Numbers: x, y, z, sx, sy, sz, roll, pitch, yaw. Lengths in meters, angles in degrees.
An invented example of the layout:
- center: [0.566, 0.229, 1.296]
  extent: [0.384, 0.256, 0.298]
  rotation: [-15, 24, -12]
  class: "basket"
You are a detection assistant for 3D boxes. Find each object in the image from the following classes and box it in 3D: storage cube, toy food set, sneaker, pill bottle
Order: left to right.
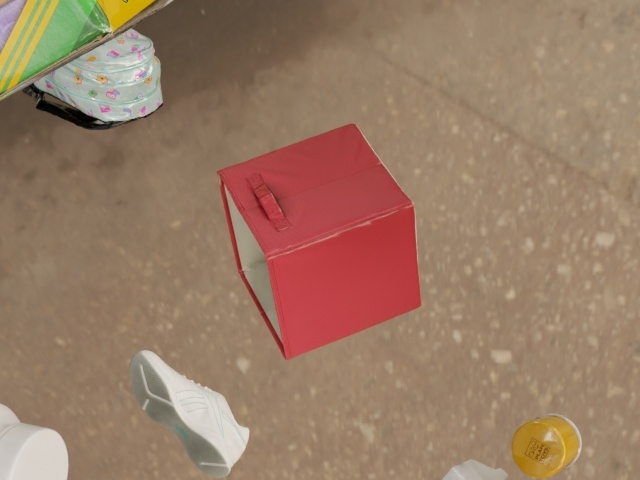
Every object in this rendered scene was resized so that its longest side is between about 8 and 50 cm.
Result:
- center: [-0.302, 0.177, 0.990]
  extent: [0.180, 0.108, 0.108]
  rotation: [6, 61, 21]
  class: "pill bottle"
- center: [-0.134, 0.168, 1.246]
  extent: [0.152, 0.054, 0.061]
  rotation: [50, 42, -3]
  class: "sneaker"
- center: [0.000, 0.000, 1.547]
  extent: [0.193, 0.215, 0.183]
  rotation: [-21, 44, -12]
  class: "storage cube"
- center: [0.131, 0.225, 0.891]
  extent: [0.111, 0.104, 0.232]
  rotation: [43, 111, 22]
  class: "toy food set"

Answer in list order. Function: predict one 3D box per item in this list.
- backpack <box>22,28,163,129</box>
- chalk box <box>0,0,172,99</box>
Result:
- center: [-0.287, -0.220, 1.584]
  extent: [0.152, 0.115, 0.182]
  rotation: [-34, 47, -30]
  class: "backpack"
- center: [-0.194, -0.127, 0.603]
  extent: [0.213, 0.132, 0.132]
  rotation: [-23, 17, 22]
  class: "chalk box"
